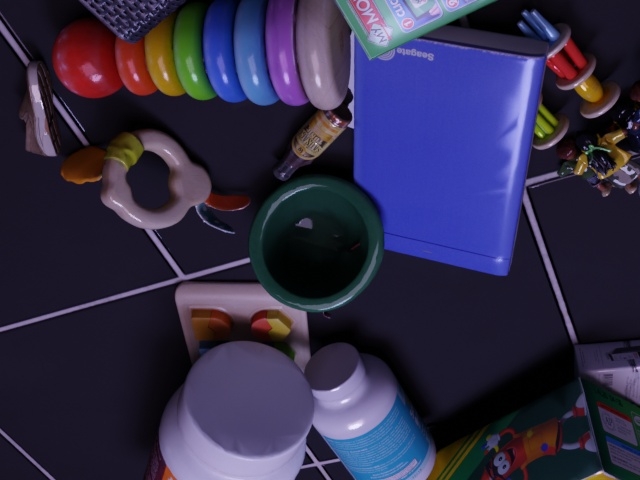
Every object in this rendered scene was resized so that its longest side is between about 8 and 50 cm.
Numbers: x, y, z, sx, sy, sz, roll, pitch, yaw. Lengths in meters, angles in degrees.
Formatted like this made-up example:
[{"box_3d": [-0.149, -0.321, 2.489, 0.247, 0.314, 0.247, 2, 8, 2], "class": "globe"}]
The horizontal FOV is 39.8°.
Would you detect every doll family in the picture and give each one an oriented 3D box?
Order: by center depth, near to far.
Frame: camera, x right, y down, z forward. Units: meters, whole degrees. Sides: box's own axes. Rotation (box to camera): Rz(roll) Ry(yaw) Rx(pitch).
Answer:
[{"box_3d": [0.362, -0.123, 1.046, 0.111, 0.076, 0.193, 34, 121, -19], "class": "doll family"}]

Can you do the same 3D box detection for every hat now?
[{"box_3d": [0.000, 0.000, 1.216, 0.173, 0.183, 0.208, 41, 104, 1], "class": "hat"}]

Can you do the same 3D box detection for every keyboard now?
[{"box_3d": [0.262, 0.373, 1.523, 0.192, 0.038, 0.100, 13, 132, -6], "class": "keyboard"}]

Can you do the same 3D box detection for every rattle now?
[{"box_3d": [-0.213, -0.060, 1.146, 0.199, 0.130, 0.142, 13, 150, -44], "class": "rattle"}]

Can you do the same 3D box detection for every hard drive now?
[{"box_3d": [0.143, -0.105, 1.060, 0.210, 0.040, 0.319, 13, 134, 16], "class": "hard drive"}]

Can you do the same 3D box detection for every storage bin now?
[{"box_3d": [-0.181, -0.292, 0.854, 0.084, 0.180, 0.122, -31, 123, 27], "class": "storage bin"}]

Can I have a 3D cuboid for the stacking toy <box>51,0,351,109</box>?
[{"box_3d": [-0.138, -0.211, 0.976, 0.330, 0.141, 0.141, 0, 133, 14], "class": "stacking toy"}]

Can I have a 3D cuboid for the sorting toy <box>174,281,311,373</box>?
[{"box_3d": [-0.114, 0.148, 1.345, 0.193, 0.038, 0.208, 0, 132, 4], "class": "sorting toy"}]

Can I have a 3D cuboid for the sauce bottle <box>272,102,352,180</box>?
[{"box_3d": [-0.013, -0.120, 1.092, 0.042, 0.042, 0.128, 29, 128, -21], "class": "sauce bottle"}]

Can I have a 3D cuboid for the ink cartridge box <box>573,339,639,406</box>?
[{"box_3d": [0.457, 0.203, 1.341, 0.135, 0.056, 0.099, -6, 133, 9], "class": "ink cartridge box"}]

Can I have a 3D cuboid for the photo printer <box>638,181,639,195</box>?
[{"box_3d": [0.516, -0.132, 0.932, 0.307, 0.107, 0.256, 10, 96, -6], "class": "photo printer"}]

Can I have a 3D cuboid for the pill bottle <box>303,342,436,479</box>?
[{"box_3d": [0.071, 0.275, 1.374, 0.146, 0.146, 0.264, -17, 129, 19], "class": "pill bottle"}]

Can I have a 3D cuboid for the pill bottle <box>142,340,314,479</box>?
[{"box_3d": [-0.150, 0.337, 1.368, 0.224, 0.224, 0.392, 14, 138, -9], "class": "pill bottle"}]

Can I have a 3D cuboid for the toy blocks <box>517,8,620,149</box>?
[{"box_3d": [0.248, -0.186, 1.006, 0.123, 0.054, 0.148, -34, 120, 32], "class": "toy blocks"}]

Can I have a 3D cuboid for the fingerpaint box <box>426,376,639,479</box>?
[{"box_3d": [0.426, 0.427, 1.436, 0.444, 0.163, 0.371, 27, 132, -29], "class": "fingerpaint box"}]

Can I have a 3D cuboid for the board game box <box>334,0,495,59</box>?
[{"box_3d": [0.063, -0.339, 0.796, 0.213, 0.046, 0.317, -20, 126, 23], "class": "board game box"}]

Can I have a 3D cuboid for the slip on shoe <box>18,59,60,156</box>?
[{"box_3d": [-0.348, -0.159, 1.078, 0.041, 0.051, 0.135, 3, 140, -2], "class": "slip on shoe"}]
